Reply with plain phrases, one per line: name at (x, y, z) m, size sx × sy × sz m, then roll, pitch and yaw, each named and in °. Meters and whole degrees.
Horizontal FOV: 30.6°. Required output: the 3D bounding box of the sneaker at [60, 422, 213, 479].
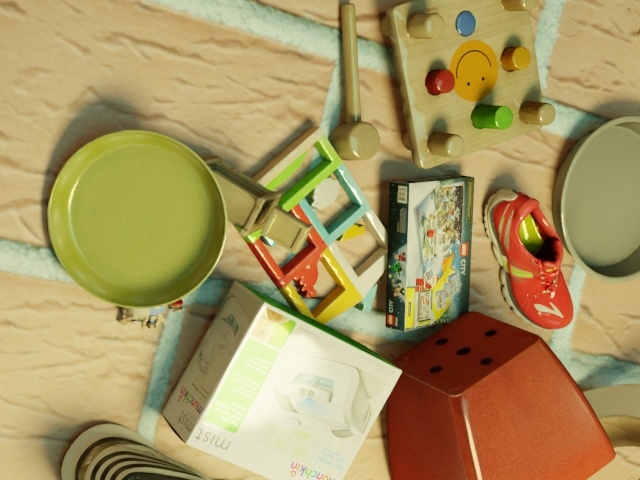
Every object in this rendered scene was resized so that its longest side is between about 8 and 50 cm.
sneaker at (-0.142, 0.426, 1.631) m, size 0.447 × 0.257 × 0.169 m, roll 36°, pitch 80°, yaw -30°

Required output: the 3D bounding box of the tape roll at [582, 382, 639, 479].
tape roll at (0.463, 0.378, 1.901) m, size 0.392 × 0.392 × 0.072 m, roll -35°, pitch 115°, yaw -21°

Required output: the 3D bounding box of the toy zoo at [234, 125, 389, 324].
toy zoo at (0.000, 0.000, 1.770) m, size 0.192 × 0.030 × 0.293 m, roll -42°, pitch 116°, yaw -17°

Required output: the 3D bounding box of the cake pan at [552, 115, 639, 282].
cake pan at (0.518, -0.073, 2.044) m, size 0.293 × 0.054 × 0.293 m, roll -6°, pitch 102°, yaw -29°

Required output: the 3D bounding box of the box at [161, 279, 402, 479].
box at (-0.058, 0.222, 1.707) m, size 0.262 × 0.127 × 0.231 m, roll 30°, pitch 89°, yaw -28°

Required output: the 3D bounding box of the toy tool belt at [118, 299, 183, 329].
toy tool belt at (-0.239, 0.101, 1.645) m, size 0.083 × 0.052 × 0.051 m, roll 4°, pitch 128°, yaw -28°

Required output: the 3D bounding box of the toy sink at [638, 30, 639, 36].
toy sink at (0.693, -0.410, 2.041) m, size 0.153 × 0.131 × 0.234 m, roll 33°, pitch 87°, yaw -30°

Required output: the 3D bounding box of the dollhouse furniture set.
dollhouse furniture set at (-0.117, -0.003, 1.629) m, size 0.182 × 0.101 × 0.161 m, roll 31°, pitch 105°, yaw 9°

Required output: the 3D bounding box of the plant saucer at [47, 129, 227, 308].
plant saucer at (-0.243, -0.029, 1.567) m, size 0.241 × 0.037 × 0.241 m, roll 0°, pitch 100°, yaw 2°

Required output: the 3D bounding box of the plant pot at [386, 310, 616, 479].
plant pot at (0.252, 0.268, 1.820) m, size 0.267 × 0.267 × 0.235 m, roll -31°, pitch 115°, yaw -22°

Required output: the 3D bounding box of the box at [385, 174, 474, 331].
box at (0.173, 0.017, 1.845) m, size 0.159 × 0.044 × 0.233 m, roll -8°, pitch 103°, yaw -44°

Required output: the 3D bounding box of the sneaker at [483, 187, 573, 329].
sneaker at (0.359, 0.043, 1.934) m, size 0.107 × 0.118 × 0.279 m, roll -38°, pitch 115°, yaw -19°

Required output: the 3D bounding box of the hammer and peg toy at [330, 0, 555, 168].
hammer and peg toy at (0.184, -0.252, 1.774) m, size 0.361 × 0.127 × 0.266 m, roll -19°, pitch 108°, yaw -26°
